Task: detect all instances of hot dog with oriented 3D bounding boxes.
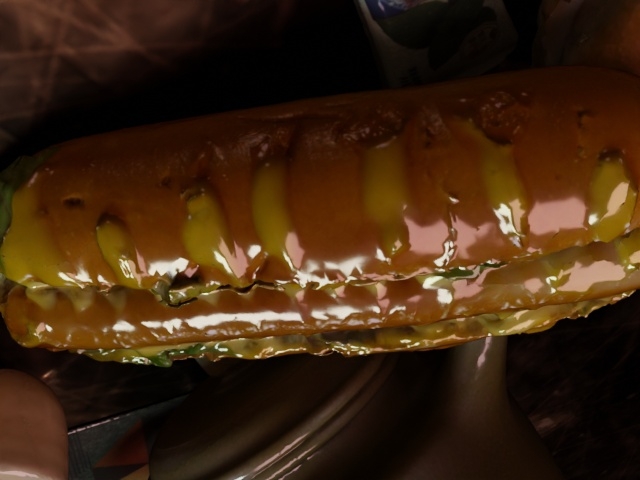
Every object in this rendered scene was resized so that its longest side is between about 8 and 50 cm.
[{"bbox_3d":[0.000,0.000,0.418,0.269,0.072,0.115,-9,147,11],"label":"hot dog"}]

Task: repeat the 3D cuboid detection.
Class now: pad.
[{"bbox_3d":[-0.070,0.125,0.626,0.211,0.003,0.143,-15,141,-14],"label":"pad"}]

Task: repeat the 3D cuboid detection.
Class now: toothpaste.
[{"bbox_3d":[0.020,-0.118,0.364,0.060,0.038,0.233,-27,146,4],"label":"toothpaste"}]

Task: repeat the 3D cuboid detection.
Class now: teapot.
[{"bbox_3d":[-0.009,0.112,0.523,0.267,0.175,0.185,-31,-172,27],"label":"teapot"}]

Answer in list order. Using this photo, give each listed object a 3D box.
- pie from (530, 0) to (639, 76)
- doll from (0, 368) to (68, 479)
[{"bbox_3d":[0.217,-0.103,0.457,0.308,0.085,0.308,-14,137,-13],"label":"pie"},{"bbox_3d":[-0.188,0.145,0.489,0.154,0.119,0.278,-1,139,-13],"label":"doll"}]
